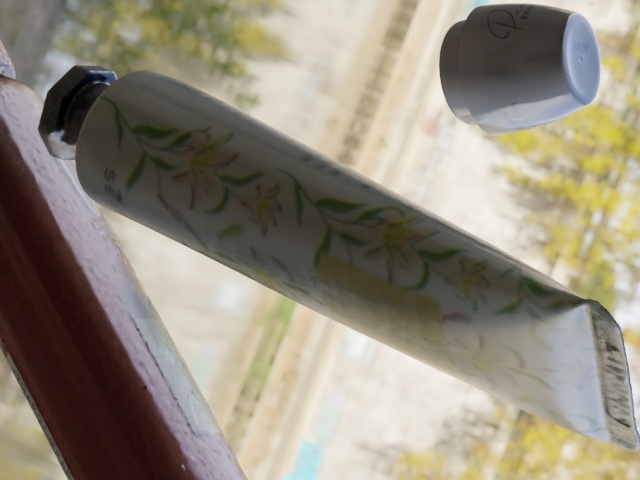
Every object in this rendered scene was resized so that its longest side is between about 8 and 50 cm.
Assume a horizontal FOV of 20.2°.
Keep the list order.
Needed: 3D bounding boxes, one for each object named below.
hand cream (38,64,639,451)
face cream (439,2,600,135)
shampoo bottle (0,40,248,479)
[{"bbox_3d":[0.000,0.000,0.485,0.042,0.194,0.067,-46,145,-24],"label":"hand cream"},{"bbox_3d":[0.137,-0.119,1.237,0.091,0.095,0.091,8,81,-57],"label":"face cream"},{"bbox_3d":[-0.137,0.013,0.898,0.076,0.314,0.118,-31,167,6],"label":"shampoo bottle"}]
